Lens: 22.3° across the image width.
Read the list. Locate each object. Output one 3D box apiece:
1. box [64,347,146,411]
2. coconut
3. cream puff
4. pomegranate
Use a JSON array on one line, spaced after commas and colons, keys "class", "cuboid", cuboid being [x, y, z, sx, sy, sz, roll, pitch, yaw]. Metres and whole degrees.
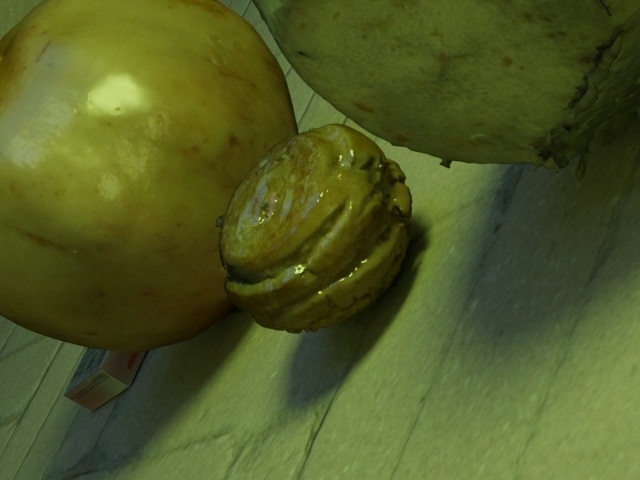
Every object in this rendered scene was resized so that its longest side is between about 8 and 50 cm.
[{"class": "box", "cuboid": [-0.252, 0.145, 1.950, 0.125, 0.043, 0.089, -34, 28, 55]}, {"class": "coconut", "cuboid": [0.128, -0.247, 1.029, 0.346, 0.346, 0.360, -35, 33, 54]}, {"class": "cream puff", "cuboid": [0.000, 0.000, 1.317, 0.189, 0.129, 0.189, -41, 27, 27]}, {"class": "pomegranate", "cuboid": [-0.223, -0.086, 1.660, 0.411, 0.411, 0.411, -51, 17, 21]}]
